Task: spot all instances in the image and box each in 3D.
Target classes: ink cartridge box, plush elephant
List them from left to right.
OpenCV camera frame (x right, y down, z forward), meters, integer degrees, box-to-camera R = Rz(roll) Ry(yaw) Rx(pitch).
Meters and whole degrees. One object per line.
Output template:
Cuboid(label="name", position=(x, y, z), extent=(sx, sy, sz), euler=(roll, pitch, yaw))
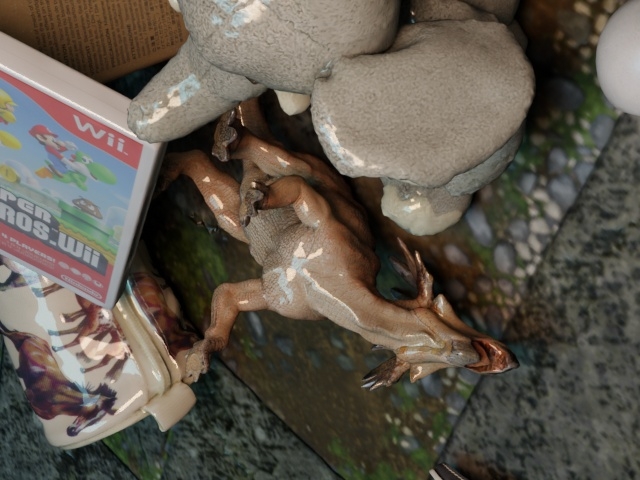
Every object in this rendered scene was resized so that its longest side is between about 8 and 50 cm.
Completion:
Cuboid(label="ink cartridge box", position=(-0.205, -0.226, 0.968), extent=(0.088, 0.193, 0.234), euler=(14, 120, 42))
Cuboid(label="plush elephant", position=(0.000, -0.135, 0.752), extent=(0.272, 0.255, 0.330), euler=(56, 140, 7))

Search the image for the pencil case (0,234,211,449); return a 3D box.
Cuboid(label="pencil case", position=(-0.235, -0.026, 1.138), extent=(0.183, 0.160, 0.410), euler=(-15, 100, 64))

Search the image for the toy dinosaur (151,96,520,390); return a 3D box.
Cuboid(label="toy dinosaur", position=(0.000, 0.000, 0.938), extent=(0.127, 0.200, 0.295), euler=(-50, 45, 34))

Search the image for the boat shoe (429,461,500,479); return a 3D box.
Cuboid(label="boat shoe", position=(0.133, 0.197, 0.969), extent=(0.125, 0.038, 0.046), euler=(37, 176, 34))

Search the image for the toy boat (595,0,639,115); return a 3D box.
Cuboid(label="toy boat", position=(0.256, -0.151, 0.557), extent=(0.267, 0.148, 0.318), euler=(57, 140, 6))

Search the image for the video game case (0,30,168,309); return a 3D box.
Cuboid(label="video game case", position=(-0.217, -0.054, 0.932), extent=(0.204, 0.025, 0.285), euler=(28, 152, -2))
